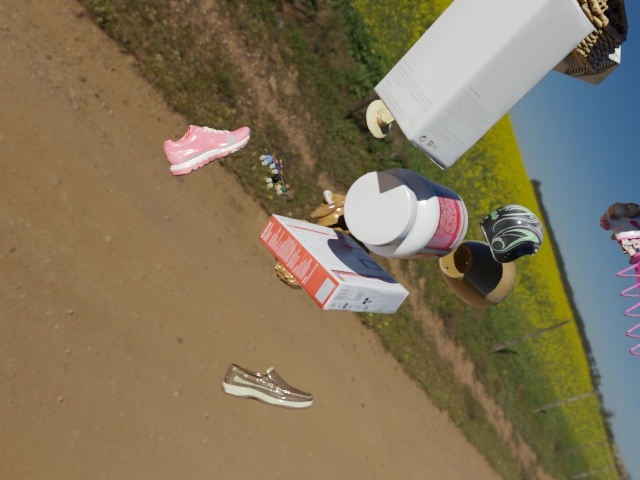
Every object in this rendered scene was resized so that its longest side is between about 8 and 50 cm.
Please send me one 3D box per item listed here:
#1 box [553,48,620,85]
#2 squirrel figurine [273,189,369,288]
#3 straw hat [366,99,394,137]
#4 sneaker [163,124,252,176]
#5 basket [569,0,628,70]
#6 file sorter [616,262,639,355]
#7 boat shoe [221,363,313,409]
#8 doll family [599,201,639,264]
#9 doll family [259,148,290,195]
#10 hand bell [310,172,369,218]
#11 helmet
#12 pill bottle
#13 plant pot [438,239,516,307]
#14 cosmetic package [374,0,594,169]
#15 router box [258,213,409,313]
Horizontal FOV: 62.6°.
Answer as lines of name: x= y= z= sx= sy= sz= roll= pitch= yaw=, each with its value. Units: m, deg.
box: x=0.772 y=-0.588 z=1.631 sx=0.113 sy=0.274 sz=0.094 roll=114 pitch=-8 yaw=-67
squirrel figurine: x=0.000 y=0.000 z=2.005 sx=0.281 sy=0.396 sz=0.371 roll=73 pitch=17 yaw=-73
straw hat: x=0.236 y=-0.449 z=1.915 sx=0.144 sy=0.061 sz=0.145 roll=-1 pitch=92 yaw=-44
sneaker: x=-0.369 y=-0.329 z=1.734 sx=0.313 sy=0.116 sz=0.136 roll=-31 pitch=109 yaw=-24
basket: x=0.686 y=-0.603 z=1.340 sx=0.299 sy=0.223 sz=0.214 roll=17 pitch=35 yaw=-41
file sorter: x=1.113 y=0.224 z=1.719 sx=0.182 sy=0.202 sz=0.291 roll=-15 pitch=95 yaw=-31
boat shoe: x=-0.142 y=0.399 z=1.460 sx=0.095 sy=0.257 sz=0.095 roll=119 pitch=-17 yaw=-85
doll family: x=0.705 y=-0.021 z=1.093 sx=0.118 sy=0.262 sz=0.163 roll=75 pitch=7 yaw=-53
doll family: x=-0.173 y=-0.261 z=2.024 sx=0.111 sy=0.075 sz=0.193 roll=-38 pitch=120 yaw=-65
hand bell: x=0.078 y=-0.132 z=1.822 sx=0.126 sy=0.241 sz=0.126 roll=-22 pitch=90 yaw=-85
helmet: x=0.570 y=-0.024 z=1.555 sx=0.169 sy=0.161 sz=0.169 roll=58 pitch=18 yaw=-32
pill bottle: x=0.229 y=-0.065 z=1.393 sx=0.407 sy=0.228 sz=0.229 roll=6 pitch=66 yaw=-60
plant pot: x=0.510 y=0.095 z=1.794 sx=0.254 sy=0.237 sz=0.237 roll=22 pitch=52 yaw=-51
cosmetic package: x=0.319 y=-0.369 z=1.090 sx=0.156 sy=0.385 sz=0.217 roll=26 pitch=32 yaw=-40
router box: x=0.042 y=0.069 z=1.440 sx=0.335 sy=0.082 sz=0.301 roll=13 pitch=26 yaw=-50
